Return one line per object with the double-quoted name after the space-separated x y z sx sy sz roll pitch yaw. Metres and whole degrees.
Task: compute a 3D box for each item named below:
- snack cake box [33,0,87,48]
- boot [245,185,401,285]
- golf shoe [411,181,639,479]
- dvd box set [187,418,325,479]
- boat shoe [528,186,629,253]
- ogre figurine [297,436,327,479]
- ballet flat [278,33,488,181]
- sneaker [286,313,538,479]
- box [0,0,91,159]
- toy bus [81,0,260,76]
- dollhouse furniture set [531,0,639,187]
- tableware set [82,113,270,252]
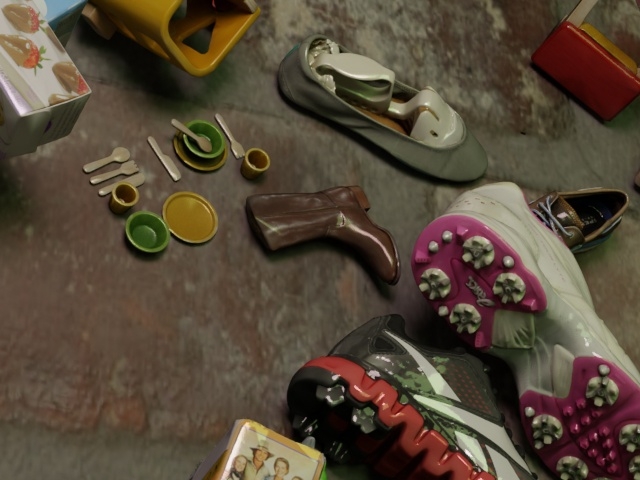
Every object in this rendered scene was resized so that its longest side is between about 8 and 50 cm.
-0.330 -0.229 1.215 0.264 0.089 0.152 46 52 4 "snack cake box"
0.000 0.000 1.280 0.114 0.037 0.106 -7 52 -34 "boot"
0.202 0.080 1.272 0.306 0.115 0.140 55 34 -13 "golf shoe"
-0.133 0.335 0.835 0.062 0.307 0.420 27 53 -7 "dvd box set"
0.199 -0.013 1.374 0.183 0.066 0.066 -23 74 -36 "boat shoe"
-0.034 0.222 1.075 0.097 0.118 0.197 33 52 -6 "ogre figurine"
0.065 -0.116 1.366 0.213 0.068 0.072 24 53 -13 "ballet flat"
0.111 0.160 1.201 0.276 0.097 0.135 40 53 1 "sneaker"
-0.281 -0.209 1.131 0.063 0.067 0.324 -25 76 -36 "box"
-0.152 -0.215 1.286 0.191 0.202 0.104 39 81 -10 "toy bus"
0.386 -0.102 1.441 0.374 0.201 0.152 38 51 -3 "dollhouse furniture set"
-0.109 -0.049 1.263 0.154 0.024 0.104 -24 75 -37 "tableware set"
